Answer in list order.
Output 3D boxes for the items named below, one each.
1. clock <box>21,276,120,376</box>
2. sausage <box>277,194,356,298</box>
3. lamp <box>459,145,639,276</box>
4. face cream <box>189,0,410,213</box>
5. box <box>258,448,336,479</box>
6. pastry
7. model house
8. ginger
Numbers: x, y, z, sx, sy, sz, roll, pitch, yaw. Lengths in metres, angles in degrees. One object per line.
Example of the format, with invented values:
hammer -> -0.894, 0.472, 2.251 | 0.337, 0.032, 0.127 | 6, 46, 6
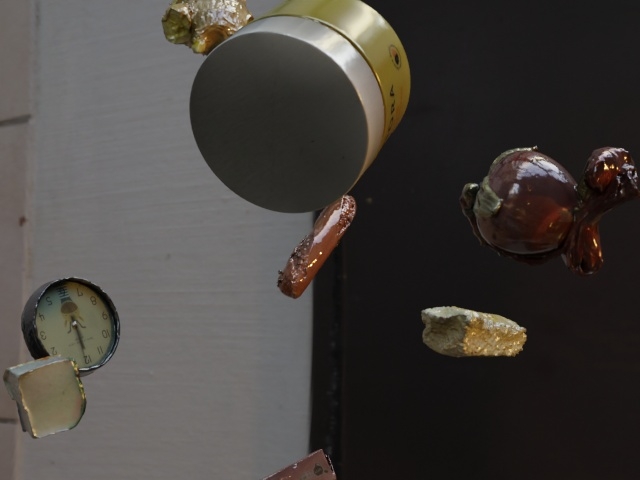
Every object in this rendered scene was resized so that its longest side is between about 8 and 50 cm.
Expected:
clock -> -0.444, 0.154, 1.676 | 0.184, 0.040, 0.185 | 21, 58, -38
sausage -> 0.000, 0.000, 2.154 | 0.079, 0.087, 0.327 | 37, 56, -3
lamp -> 0.318, -0.061, 1.329 | 0.151, 0.223, 0.215 | -74, 177, -55
face cream -> -0.019, -0.167, 1.100 | 0.179, 0.218, 0.218 | -54, 131, -55
box -> -0.053, 0.405, 1.546 | 0.060, 0.156, 0.111 | 62, -13, 13
pastry -> 0.271, 0.163, 1.643 | 0.258, 0.121, 0.089 | 9, 80, -57
model house -> -0.391, 0.217, 1.322 | 0.087, 0.100, 0.101 | -16, 99, -30
ginger -> -0.187, -0.369, 1.572 | 0.216, 0.157, 0.102 | -84, -166, -54
